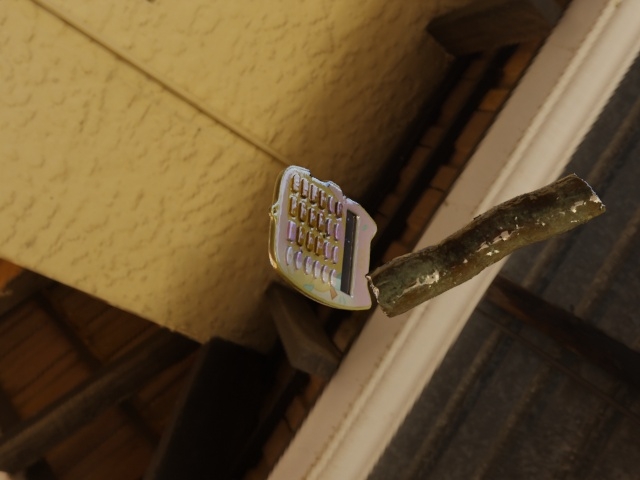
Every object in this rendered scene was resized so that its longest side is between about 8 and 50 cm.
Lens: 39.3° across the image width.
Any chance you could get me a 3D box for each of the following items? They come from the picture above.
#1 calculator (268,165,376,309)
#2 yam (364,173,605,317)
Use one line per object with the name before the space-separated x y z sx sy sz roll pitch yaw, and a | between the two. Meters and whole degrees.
calculator | 0.000 0.000 1.115 0.033 0.236 0.157 -4 -111 31
yam | 0.169 0.002 0.933 0.253 0.061 0.061 -27 -131 4
